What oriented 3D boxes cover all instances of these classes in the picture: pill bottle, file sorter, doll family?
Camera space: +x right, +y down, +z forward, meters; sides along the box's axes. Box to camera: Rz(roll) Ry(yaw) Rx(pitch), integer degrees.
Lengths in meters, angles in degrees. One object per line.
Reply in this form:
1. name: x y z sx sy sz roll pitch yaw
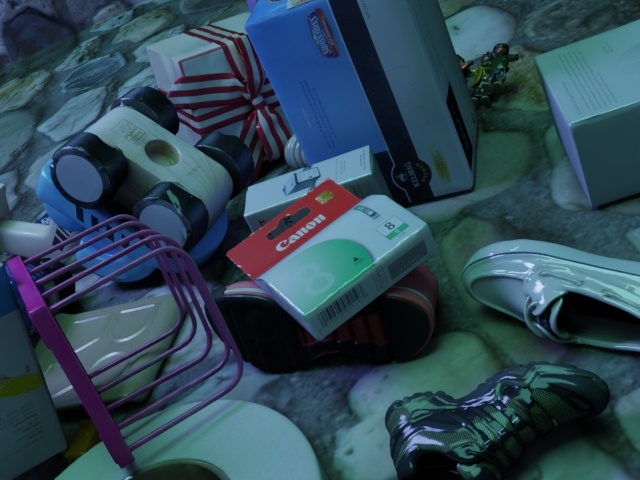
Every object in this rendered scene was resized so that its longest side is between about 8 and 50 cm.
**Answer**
1. pill bottle: -0.478 0.100 1.390 0.122 0.123 0.219 -14 11 19
2. file sorter: -0.236 0.095 1.081 0.182 0.202 0.290 -30 19 -17
3. doll family: 0.248 -0.280 1.522 0.193 0.076 0.111 -1 57 27

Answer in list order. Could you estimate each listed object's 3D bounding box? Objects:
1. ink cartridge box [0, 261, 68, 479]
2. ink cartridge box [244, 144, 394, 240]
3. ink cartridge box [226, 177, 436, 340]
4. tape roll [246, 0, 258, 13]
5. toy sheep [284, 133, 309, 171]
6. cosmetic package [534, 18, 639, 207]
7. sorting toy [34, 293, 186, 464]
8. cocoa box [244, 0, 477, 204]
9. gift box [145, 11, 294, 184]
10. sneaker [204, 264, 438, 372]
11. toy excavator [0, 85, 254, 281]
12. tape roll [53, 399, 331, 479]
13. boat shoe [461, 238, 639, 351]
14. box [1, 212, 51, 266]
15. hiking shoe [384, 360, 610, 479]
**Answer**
1. ink cartridge box: -0.468 0.159 1.088 0.197 0.270 0.198 -29 31 -32
2. ink cartridge box: 0.007 -0.032 1.260 0.190 0.140 0.082 -19 33 12
3. ink cartridge box: 0.000 0.000 1.079 0.181 0.056 0.224 -37 45 -15
4. tape roll: -0.039 -0.440 1.786 0.090 0.275 0.275 -36 32 -14
5. toy sheep: -0.016 -0.150 1.518 0.091 0.091 0.132 -41 20 -24
6. cosmetic package: 0.426 -0.183 1.183 0.224 0.138 0.224 -17 32 12
7. sorting toy: -0.331 0.200 1.263 0.229 0.041 0.307 -9 35 19
8. cocoa box: 0.075 -0.247 1.334 0.227 0.347 0.231 -13 32 21
9. gift box: -0.169 -0.253 1.629 0.276 0.255 0.258 -29 28 -17
10. sneaker: 0.006 0.086 1.140 0.313 0.116 0.136 -2 27 23
11. toy excavator: -0.386 -0.042 1.490 0.445 0.432 0.222 -58 0 40
12. tape roll: -0.164 0.327 0.908 0.392 0.072 0.392 -19 30 12
13. boat shoe: 0.264 0.069 0.969 0.267 0.096 0.088 12 42 35
14. box: -0.499 -0.025 1.728 0.136 0.037 0.225 -5 35 31
15. hiking shoe: 0.173 0.195 0.867 0.226 0.086 0.114 -20 44 21
